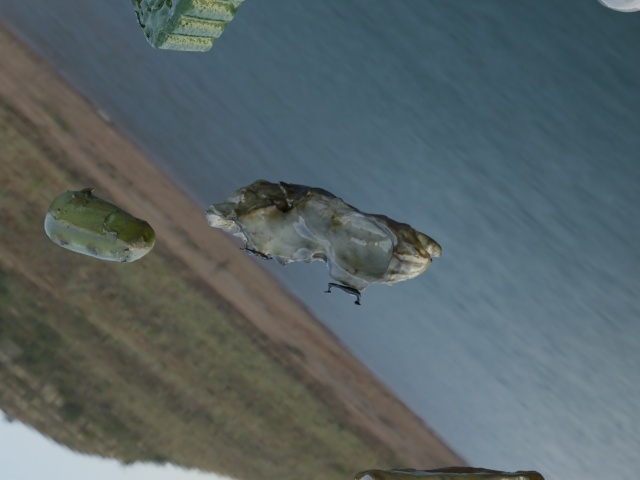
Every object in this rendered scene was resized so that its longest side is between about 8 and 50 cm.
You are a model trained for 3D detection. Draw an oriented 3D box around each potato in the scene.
[{"bbox_3d":[-0.327,-0.017,1.663,0.188,0.105,0.085,17,130,24],"label":"potato"}]

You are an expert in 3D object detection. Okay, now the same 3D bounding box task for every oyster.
[{"bbox_3d":[-0.003,-0.003,1.572,0.337,0.133,0.198,17,-172,30],"label":"oyster"}]

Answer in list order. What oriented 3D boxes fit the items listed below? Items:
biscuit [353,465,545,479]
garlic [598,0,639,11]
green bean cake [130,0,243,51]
[{"bbox_3d":[0.178,0.366,1.604,0.274,0.091,0.213,0,169,-6],"label":"biscuit"},{"bbox_3d":[0.402,-0.379,1.297,0.184,0.281,0.203,33,144,0],"label":"garlic"},{"bbox_3d":[-0.203,-0.428,1.680,0.125,0.222,0.248,-2,-124,-40],"label":"green bean cake"}]
